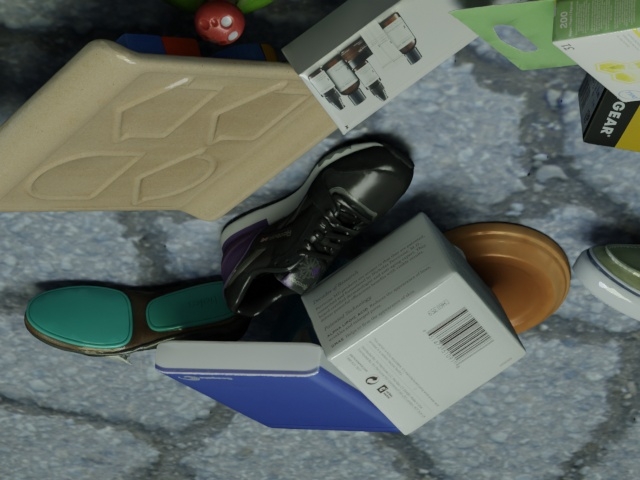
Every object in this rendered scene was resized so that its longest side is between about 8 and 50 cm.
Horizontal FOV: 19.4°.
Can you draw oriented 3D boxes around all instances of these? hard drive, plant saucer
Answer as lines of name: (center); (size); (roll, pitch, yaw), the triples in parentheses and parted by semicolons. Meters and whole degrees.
hard drive: (-0.038, 0.182, 2.287); (0.210, 0.040, 0.319); (0, 163, 23)
plant saucer: (0.205, 0.057, 2.268); (0.200, 0.037, 0.200); (1, 138, 1)

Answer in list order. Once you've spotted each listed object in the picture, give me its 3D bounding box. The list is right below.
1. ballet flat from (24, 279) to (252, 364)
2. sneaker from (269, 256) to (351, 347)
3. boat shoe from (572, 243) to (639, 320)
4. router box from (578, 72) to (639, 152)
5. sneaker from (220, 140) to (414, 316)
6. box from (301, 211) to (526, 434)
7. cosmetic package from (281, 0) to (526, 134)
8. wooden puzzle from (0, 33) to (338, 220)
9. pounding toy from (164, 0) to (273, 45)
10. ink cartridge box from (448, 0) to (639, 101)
ballet flat: (-0.220, 0.108, 2.301); (0.281, 0.095, 0.096); (-2, 150, 4)
sneaker: (0.011, 0.095, 2.289); (0.092, 0.087, 0.228); (10, 145, -18)
boat shoe: (0.440, 0.046, 2.217); (0.302, 0.109, 0.094); (14, 122, -26)
router box: (0.430, -0.211, 1.931); (0.243, 0.081, 0.309); (9, 137, -8)
sneaker: (0.000, 0.000, 2.145); (0.107, 0.124, 0.283); (33, 129, -31)
box: (0.108, 0.098, 2.164); (0.182, 0.119, 0.181); (-35, 130, 10)
cosmetic package: (0.088, -0.218, 1.884); (0.239, 0.060, 0.099); (-36, 132, 4)
wooden puzzle: (-0.174, -0.125, 1.983); (0.348, 0.080, 0.322); (4, 151, -41)
pounding toy: (-0.088, -0.282, 1.848); (0.183, 0.110, 0.237); (34, 129, -31)
ink cartridge box: (0.265, -0.187, 1.829); (0.235, 0.056, 0.171); (-6, 160, 32)
